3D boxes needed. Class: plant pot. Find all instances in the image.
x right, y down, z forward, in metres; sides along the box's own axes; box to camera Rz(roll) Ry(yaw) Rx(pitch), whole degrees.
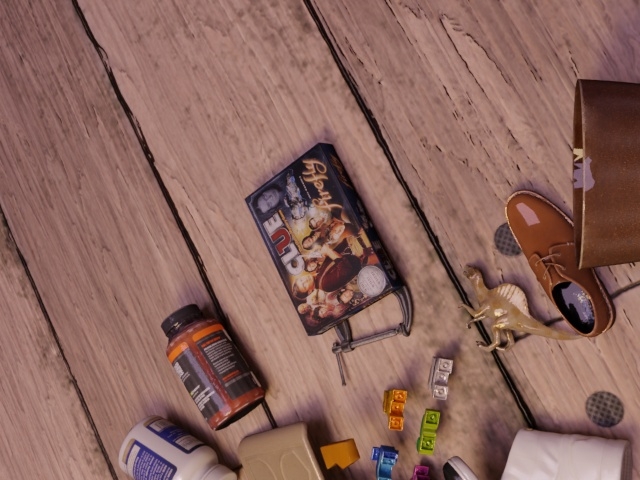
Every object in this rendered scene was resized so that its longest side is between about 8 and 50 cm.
[{"bbox_3d":[0.402,-0.076,0.829,0.230,0.215,0.215,-1,95,16],"label":"plant pot"}]

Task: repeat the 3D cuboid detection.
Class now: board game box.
[{"bbox_3d":[0.000,0.000,1.134,0.165,0.042,0.243,-34,74,28],"label":"board game box"}]

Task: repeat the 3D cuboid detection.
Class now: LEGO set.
[{"bbox_3d":[0.123,0.265,1.085,0.087,0.093,0.227,9,96,-3],"label":"LEGO set"}]

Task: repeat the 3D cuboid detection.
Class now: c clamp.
[{"bbox_3d":[0.075,0.128,1.129,0.160,0.022,0.137,-28,75,30],"label":"c clamp"}]

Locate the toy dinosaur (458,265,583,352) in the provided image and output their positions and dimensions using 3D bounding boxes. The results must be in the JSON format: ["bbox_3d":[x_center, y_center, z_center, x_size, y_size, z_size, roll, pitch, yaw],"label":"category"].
[{"bbox_3d":[0.249,0.106,1.005,0.183,0.053,0.093,36,110,22],"label":"toy dinosaur"}]

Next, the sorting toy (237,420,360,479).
[{"bbox_3d":[-0.011,0.390,1.144,0.307,0.041,0.229,-31,76,51],"label":"sorting toy"}]

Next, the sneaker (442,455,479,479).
[{"bbox_3d":[0.176,0.394,0.974,0.121,0.079,0.217,-28,106,-9],"label":"sneaker"}]

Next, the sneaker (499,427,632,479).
[{"bbox_3d":[0.304,0.391,0.981,0.169,0.108,0.293,4,87,31],"label":"sneaker"}]

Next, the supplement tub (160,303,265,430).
[{"bbox_3d":[-0.182,0.202,1.233,0.106,0.106,0.198,-42,75,27],"label":"supplement tub"}]

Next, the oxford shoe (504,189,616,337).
[{"bbox_3d":[0.300,0.026,0.956,0.076,0.076,0.212,-38,74,29],"label":"oxford shoe"}]

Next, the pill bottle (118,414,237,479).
[{"bbox_3d":[-0.240,0.387,1.282,0.186,0.112,0.112,24,106,26],"label":"pill bottle"}]
